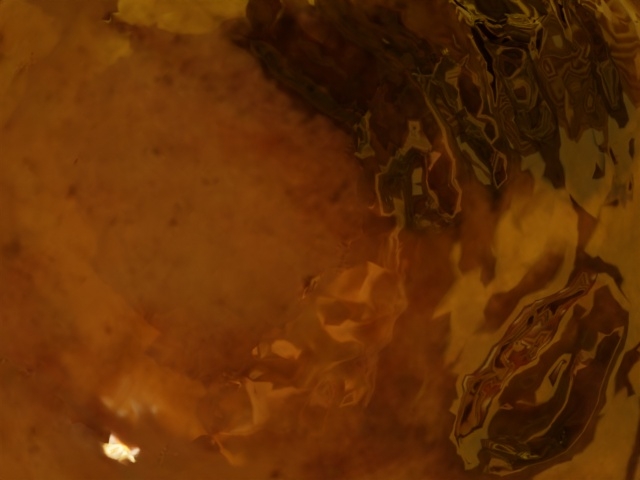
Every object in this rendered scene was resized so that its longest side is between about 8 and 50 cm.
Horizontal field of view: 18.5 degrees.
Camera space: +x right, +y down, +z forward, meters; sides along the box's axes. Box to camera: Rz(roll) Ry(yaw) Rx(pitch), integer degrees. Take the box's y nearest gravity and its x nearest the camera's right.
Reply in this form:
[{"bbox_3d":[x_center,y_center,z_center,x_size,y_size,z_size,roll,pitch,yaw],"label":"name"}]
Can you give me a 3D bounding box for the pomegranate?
[{"bbox_3d":[0.000,0.000,0.652,0.322,0.322,0.322,0,-92,14],"label":"pomegranate"}]
